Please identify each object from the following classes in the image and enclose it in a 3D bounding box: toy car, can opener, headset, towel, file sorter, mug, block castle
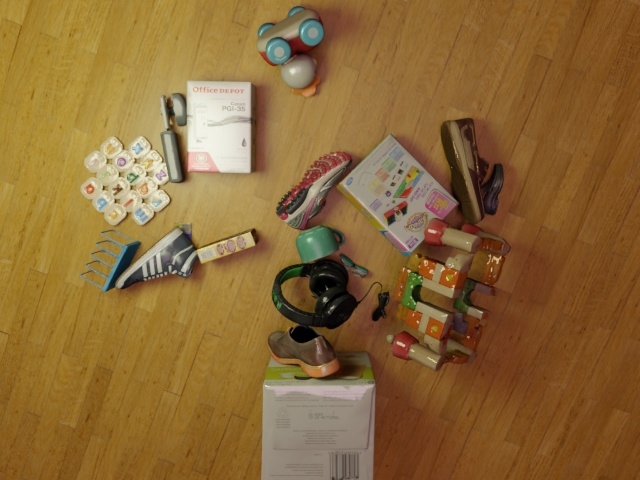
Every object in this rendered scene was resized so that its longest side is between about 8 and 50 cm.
[{"bbox_3d":[-0.060,-0.562,1.719,0.210,0.219,0.238,-28,126,3],"label":"toy car"},{"bbox_3d":[-0.459,-0.329,1.783,0.095,0.076,0.283,-10,96,-2],"label":"can opener"},{"bbox_3d":[0.035,0.193,1.802,0.394,0.243,0.185,2,129,-16],"label":"headset"},{"bbox_3d":[-0.462,-0.019,1.866,0.060,0.009,0.083,3,98,-1],"label":"towel"},{"bbox_3d":[-0.691,0.062,1.826,0.104,0.118,0.170,28,97,0],"label":"file sorter"},{"bbox_3d":[-0.009,0.003,1.819,0.129,0.158,0.097,-19,94,27],"label":"mug"},{"bbox_3d":[0.389,0.166,1.748,0.213,0.303,0.453,22,102,40],"label":"block castle"}]

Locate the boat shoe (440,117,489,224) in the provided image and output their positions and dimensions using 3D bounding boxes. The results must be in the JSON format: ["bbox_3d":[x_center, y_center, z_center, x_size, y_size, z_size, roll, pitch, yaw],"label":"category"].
[{"bbox_3d":[0.484,-0.226,1.776,0.123,0.123,0.342,-13,85,-8],"label":"boat shoe"}]

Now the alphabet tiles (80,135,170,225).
[{"bbox_3d":[-0.635,-0.196,1.835,0.278,0.021,0.284,-40,96,3],"label":"alphabet tiles"}]

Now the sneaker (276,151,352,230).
[{"bbox_3d":[-0.010,-0.166,1.802,0.299,0.121,0.112,-45,122,7],"label":"sneaker"}]

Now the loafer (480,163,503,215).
[{"bbox_3d":[0.555,-0.169,1.817,0.061,0.062,0.170,10,97,4],"label":"loafer"}]

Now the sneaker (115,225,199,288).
[{"bbox_3d":[-0.525,0.098,1.826,0.282,0.099,0.153,-41,103,0],"label":"sneaker"}]

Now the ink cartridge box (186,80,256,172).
[{"bbox_3d":[-0.313,-0.357,1.762,0.207,0.117,0.283,1,98,0],"label":"ink cartridge box"}]

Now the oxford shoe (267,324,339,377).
[{"bbox_3d":[-0.068,0.317,1.758,0.130,0.363,0.133,-23,104,-32],"label":"oxford shoe"}]

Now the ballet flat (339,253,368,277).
[{"bbox_3d":[0.105,0.091,1.867,0.114,0.041,0.041,32,97,-3],"label":"ballet flat"}]

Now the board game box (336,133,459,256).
[{"bbox_3d":[0.245,-0.143,1.771,0.316,0.064,0.242,46,78,-1],"label":"board game box"}]

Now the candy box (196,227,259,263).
[{"bbox_3d":[-0.300,0.017,1.820,0.186,0.109,0.053,-20,97,4],"label":"candy box"}]

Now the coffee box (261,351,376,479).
[{"bbox_3d":[-0.004,0.561,1.785,0.337,0.334,0.338,0,97,1],"label":"coffee box"}]
